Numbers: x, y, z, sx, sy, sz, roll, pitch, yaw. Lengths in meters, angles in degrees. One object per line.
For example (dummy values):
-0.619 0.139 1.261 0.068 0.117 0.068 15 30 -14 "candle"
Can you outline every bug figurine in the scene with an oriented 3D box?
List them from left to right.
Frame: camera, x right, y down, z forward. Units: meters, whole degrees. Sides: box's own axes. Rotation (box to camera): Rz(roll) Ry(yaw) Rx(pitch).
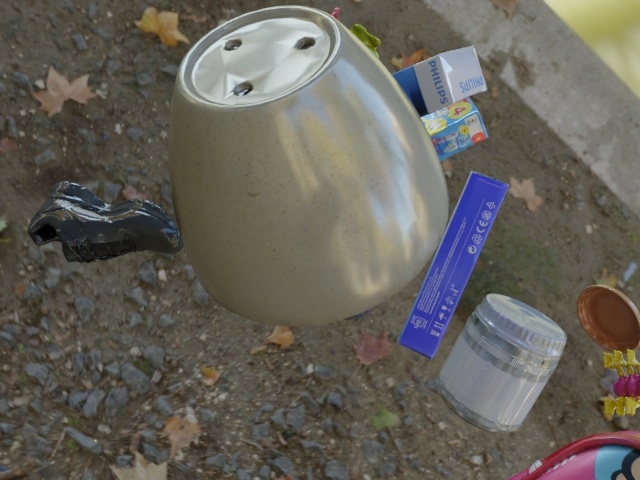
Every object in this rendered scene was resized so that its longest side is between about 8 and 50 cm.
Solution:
0.444 0.238 0.719 0.072 0.216 0.278 19 71 -22 "bug figurine"

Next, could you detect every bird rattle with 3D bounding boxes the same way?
0.048 -0.529 1.664 0.143 0.206 0.253 -26 41 -20 "bird rattle"

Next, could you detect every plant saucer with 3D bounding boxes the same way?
0.788 0.209 1.586 0.037 0.200 0.199 -21 81 -22 "plant saucer"

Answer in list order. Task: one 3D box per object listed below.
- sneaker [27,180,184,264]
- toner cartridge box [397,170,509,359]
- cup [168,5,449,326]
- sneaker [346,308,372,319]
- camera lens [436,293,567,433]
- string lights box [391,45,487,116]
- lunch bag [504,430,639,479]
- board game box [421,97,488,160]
-0.371 -0.008 1.013 0.287 0.109 0.130 11 51 17 "sneaker"
0.259 0.046 1.136 0.075 0.165 0.347 24 96 13 "toner cartridge box"
-0.035 -0.106 0.646 0.331 0.237 0.331 -9 51 11 "cup"
0.000 0.000 1.037 0.112 0.131 0.319 -27 44 -2 "sneaker"
0.417 0.291 1.374 0.220 0.219 0.274 18 108 -14 "camera lens"
0.117 -0.225 0.946 0.133 0.260 0.076 -31 104 -48 "string lights box"
0.142 0.278 0.324 0.120 0.293 0.258 27 28 -57 "lunch bag"
0.237 -0.310 1.539 0.086 0.302 0.308 53 15 -40 "board game box"
